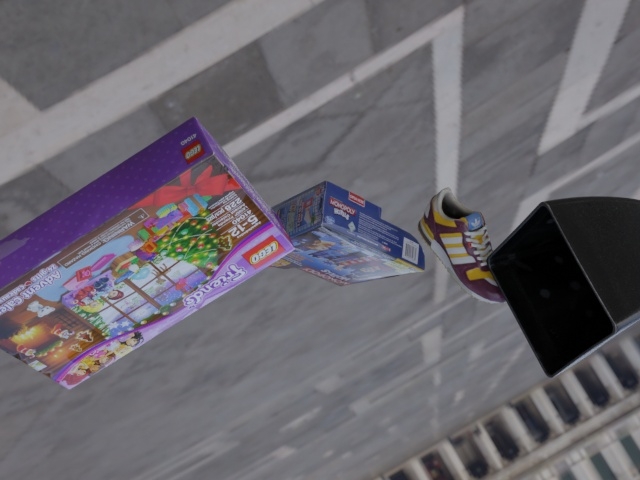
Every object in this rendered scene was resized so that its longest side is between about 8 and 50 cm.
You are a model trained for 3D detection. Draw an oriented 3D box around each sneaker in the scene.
[{"bbox_3d":[0.214,0.008,1.517,0.069,0.185,0.084,-23,150,-38],"label":"sneaker"}]

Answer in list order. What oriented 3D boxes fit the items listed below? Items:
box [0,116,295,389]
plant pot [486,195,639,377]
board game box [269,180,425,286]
[{"bbox_3d":[-0.193,0.023,1.065,0.293,0.057,0.201,-32,146,5],"label":"box"},{"bbox_3d":[0.363,0.044,1.413,0.166,0.188,0.188,-19,161,-23],"label":"plant pot"},{"bbox_3d":[0.000,0.000,1.355,0.194,0.060,0.194,-11,154,42],"label":"board game box"}]
